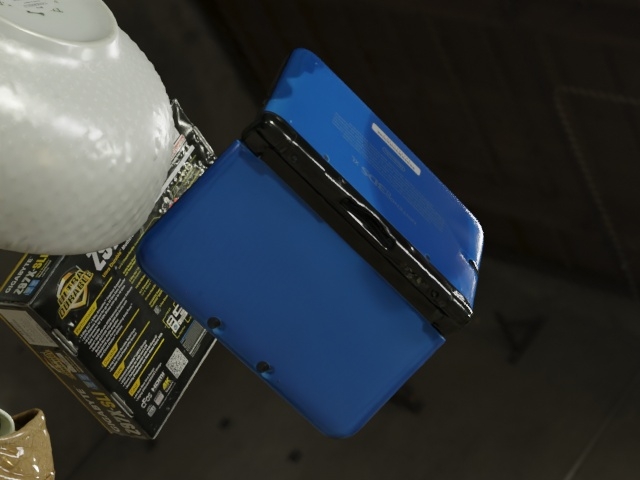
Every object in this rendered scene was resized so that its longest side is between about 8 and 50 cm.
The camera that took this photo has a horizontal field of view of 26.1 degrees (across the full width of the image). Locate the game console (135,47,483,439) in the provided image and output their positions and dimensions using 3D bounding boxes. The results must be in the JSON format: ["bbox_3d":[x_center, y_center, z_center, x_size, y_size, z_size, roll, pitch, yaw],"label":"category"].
[{"bbox_3d":[0.000,0.000,1.374,0.173,0.250,0.293,-35,-70,30],"label":"game console"}]

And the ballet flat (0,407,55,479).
[{"bbox_3d":[-0.384,0.171,1.202,0.342,0.124,0.116,12,-7,-36],"label":"ballet flat"}]

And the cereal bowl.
[{"bbox_3d":[-0.263,-0.143,1.111,0.339,0.339,0.141,36,-65,9],"label":"cereal bowl"}]

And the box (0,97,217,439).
[{"bbox_3d":[-0.208,0.033,1.633,0.079,0.322,0.257,2,-40,41],"label":"box"}]
